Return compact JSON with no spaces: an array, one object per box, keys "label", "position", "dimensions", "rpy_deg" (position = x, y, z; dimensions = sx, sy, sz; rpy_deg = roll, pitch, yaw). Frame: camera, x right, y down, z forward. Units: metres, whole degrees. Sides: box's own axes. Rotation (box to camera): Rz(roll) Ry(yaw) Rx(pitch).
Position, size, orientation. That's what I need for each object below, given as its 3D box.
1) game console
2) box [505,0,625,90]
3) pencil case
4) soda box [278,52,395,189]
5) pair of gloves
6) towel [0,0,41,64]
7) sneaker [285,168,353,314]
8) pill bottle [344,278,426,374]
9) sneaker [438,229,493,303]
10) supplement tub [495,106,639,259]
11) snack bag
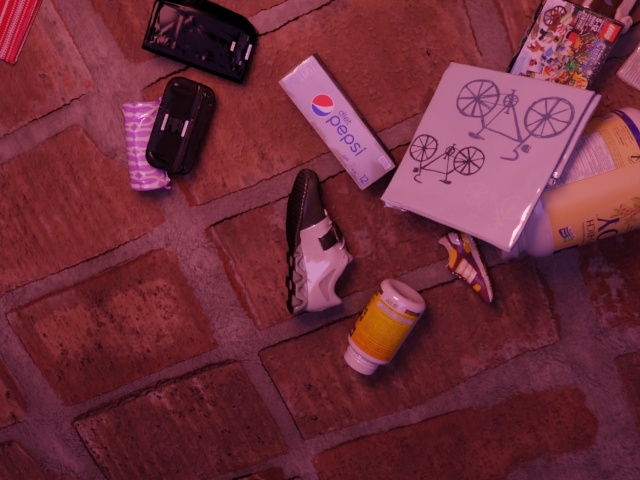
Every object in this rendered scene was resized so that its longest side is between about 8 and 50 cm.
[{"label":"game console","position":[-0.282,-0.318,1.358],"dimensions":[0.213,0.044,0.361],"rpy_deg":[18,101,-16]},{"label":"box","position":[0.471,-0.354,1.311],"dimensions":[0.159,0.044,0.233],"rpy_deg":[20,120,-2]},{"label":"pencil case","position":[-0.378,-0.205,1.420],"dimensions":[0.088,0.086,0.206],"rpy_deg":[-1,108,5]},{"label":"soda box","position":[0.039,-0.250,1.370],"dimensions":[0.091,0.098,0.286],"rpy_deg":[-36,102,15]},{"label":"pair of gloves","position":[0.637,-0.439,1.296],"dimensions":[0.240,0.042,0.204],"rpy_deg":[40,106,-10]},{"label":"towel","position":[-0.734,-0.524,1.369],"dimensions":[0.275,0.031,0.198],"rpy_deg":[30,109,-6]},{"label":"sneaker","position":[0.000,0.000,1.461],"dimensions":[0.146,0.122,0.330],"rpy_deg":[-3,108,-14]},{"label":"pill bottle","position":[0.142,0.202,1.504],"dimensions":[0.117,0.117,0.214],"rpy_deg":[29,108,-6]},{"label":"sneaker","position":[0.330,0.063,1.477],"dimensions":[0.084,0.069,0.185],"rpy_deg":[-19,100,19]},{"label":"supplement tub","position":[0.496,-0.105,1.313],"dimensions":[0.332,0.241,0.240],"rpy_deg":[-18,106,10]},{"label":"snack bag","position":[0.315,-0.168,1.261],"dimensions":[0.323,0.037,0.342],"rpy_deg":[25,87,38]}]
